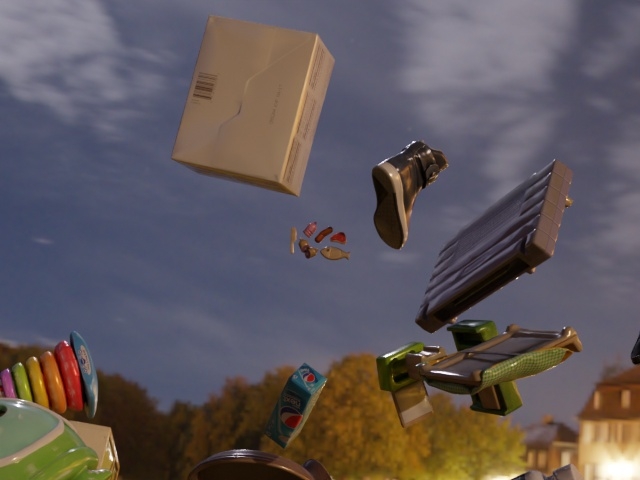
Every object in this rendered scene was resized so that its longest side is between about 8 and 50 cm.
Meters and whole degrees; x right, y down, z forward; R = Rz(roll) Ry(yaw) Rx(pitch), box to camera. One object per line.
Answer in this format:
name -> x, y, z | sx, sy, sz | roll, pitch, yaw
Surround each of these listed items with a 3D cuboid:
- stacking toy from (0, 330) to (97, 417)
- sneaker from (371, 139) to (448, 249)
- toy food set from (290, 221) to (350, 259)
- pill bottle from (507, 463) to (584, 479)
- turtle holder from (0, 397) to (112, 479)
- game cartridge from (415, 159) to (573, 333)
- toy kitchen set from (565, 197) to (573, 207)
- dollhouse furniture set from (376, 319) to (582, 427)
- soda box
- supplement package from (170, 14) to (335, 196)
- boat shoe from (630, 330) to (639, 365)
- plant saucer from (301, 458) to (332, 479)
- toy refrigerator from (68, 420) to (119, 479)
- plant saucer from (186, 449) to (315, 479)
stacking toy -> -0.651, 0.327, 2.252 | 0.302, 0.175, 0.165 | -13, -27, -19
sneaker -> 0.185, -0.097, 2.047 | 0.086, 0.163, 0.226 | 34, -33, 31
toy food set -> 0.000, 0.000, 2.079 | 0.122, 0.077, 0.019 | 2, -12, 0
pill bottle -> 0.287, 0.384, 1.424 | 0.180, 0.107, 0.108 | -29, -24, 15
turtle holder -> -0.500, 0.378, 1.528 | 0.227, 0.320, 0.243 | 45, -29, 11
game cartridge -> 0.324, 0.016, 1.905 | 0.068, 0.230, 0.355 | 38, -41, -9
toy kitchen set -> 0.441, -0.068, 2.039 | 0.083, 0.075, 0.068 | 31, -13, -8
dollhouse furniture set -> 0.248, 0.226, 1.549 | 0.198, 0.151, 0.301 | -20, 6, -26
soda box -> -0.060, 0.380, 2.337 | 0.067, 0.071, 0.210 | 35, -50, 14
supplement package -> -0.115, -0.232, 1.781 | 0.204, 0.261, 0.145 | 13, -5, 14
boat shoe -> 0.597, 0.167, 1.849 | 0.042, 0.133, 0.049 | 47, -20, -25
plant saucer -> -0.011, 0.534, 2.089 | 0.029, 0.168, 0.168 | -8, -6, -28
toy refrigerator -> -0.459, 0.457, 2.046 | 0.094, 0.102, 0.269 | 10, -29, -2
plant saucer -> -0.125, 0.489, 2.008 | 0.278, 0.041, 0.277 | 6, -42, 5
